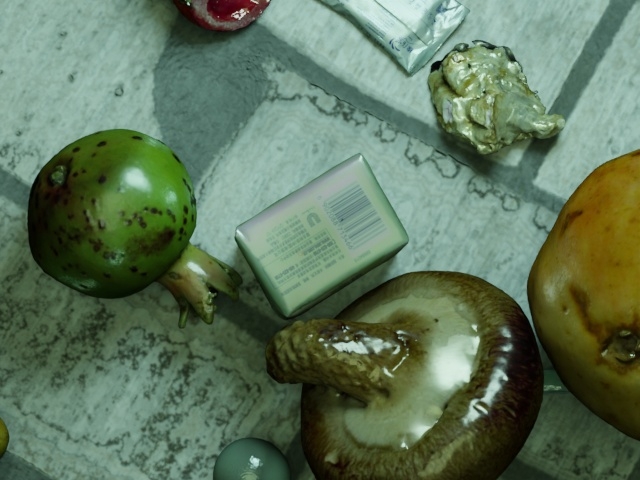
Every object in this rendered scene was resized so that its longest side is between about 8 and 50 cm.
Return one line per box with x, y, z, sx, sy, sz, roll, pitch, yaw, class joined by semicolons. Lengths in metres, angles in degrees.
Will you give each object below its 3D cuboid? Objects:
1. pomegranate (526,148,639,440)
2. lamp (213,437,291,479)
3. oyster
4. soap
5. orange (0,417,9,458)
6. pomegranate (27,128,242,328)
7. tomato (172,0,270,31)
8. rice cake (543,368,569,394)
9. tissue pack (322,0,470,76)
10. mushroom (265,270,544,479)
0.464;0.067;1.696;0.410;0.410;0.410;0;85;-1;pomegranate
-0.090;0.310;1.770;0.105;0.105;0.105;0;85;-1;lamp
0.241;-0.192;1.835;0.191;0.081;0.163;10;80;-4;oyster
0.000;0.000;1.759;0.199;0.182;0.138;-32;88;-4;soap
-0.456;0.264;1.775;0.095;0.085;0.085;-38;87;-11;orange
-0.256;0.001;1.756;0.231;0.231;0.286;-26;114;-3;pomegranate
-0.146;-0.389;1.838;0.173;0.099;0.189;-39;127;-18;tomato
0.253;0.194;1.821;0.180;0.030;0.042;0;72;-1;rice cake
0.095;-0.331;1.867;0.193;0.026;0.122;40;86;2;tissue pack
0.123;0.188;1.697;0.345;0.239;0.345;-5;73;17;mushroom
